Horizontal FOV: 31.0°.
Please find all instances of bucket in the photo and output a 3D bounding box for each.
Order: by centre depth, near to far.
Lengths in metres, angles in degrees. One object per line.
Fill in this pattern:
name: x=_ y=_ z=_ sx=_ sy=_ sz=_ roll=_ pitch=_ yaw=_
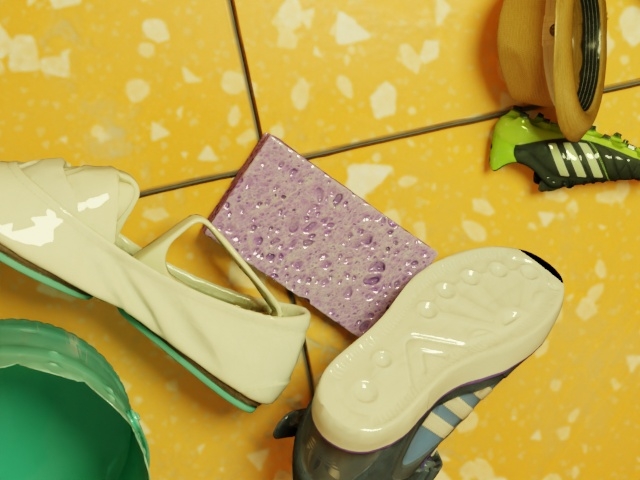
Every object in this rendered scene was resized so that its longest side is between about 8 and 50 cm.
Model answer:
bucket: x=-0.290 y=0.211 z=1.059 sx=0.281 sy=0.183 sz=0.281 roll=-2 pitch=103 yaw=-8

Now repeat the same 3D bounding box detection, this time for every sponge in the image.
sponge: x=0.000 y=0.000 z=1.136 sx=0.210 sy=0.031 sz=0.117 roll=34 pitch=95 yaw=-15

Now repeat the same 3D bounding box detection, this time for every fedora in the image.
fedora: x=0.216 y=-0.190 z=1.085 sx=0.079 sy=0.194 sz=0.194 roll=2 pitch=105 yaw=27

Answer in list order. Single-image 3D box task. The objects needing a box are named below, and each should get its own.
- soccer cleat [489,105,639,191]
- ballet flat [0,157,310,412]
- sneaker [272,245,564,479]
soccer cleat: x=0.254 y=-0.079 z=1.151 sx=0.179 sy=0.060 sz=0.072 roll=15 pitch=109 yaw=-6
ballet flat: x=-0.174 y=0.011 z=1.062 sx=0.400 sy=0.139 sz=0.139 roll=35 pitch=95 yaw=-21
sneaker: x=0.098 y=0.160 z=1.160 sx=0.323 sy=0.130 sz=0.236 roll=-33 pitch=151 yaw=-33
